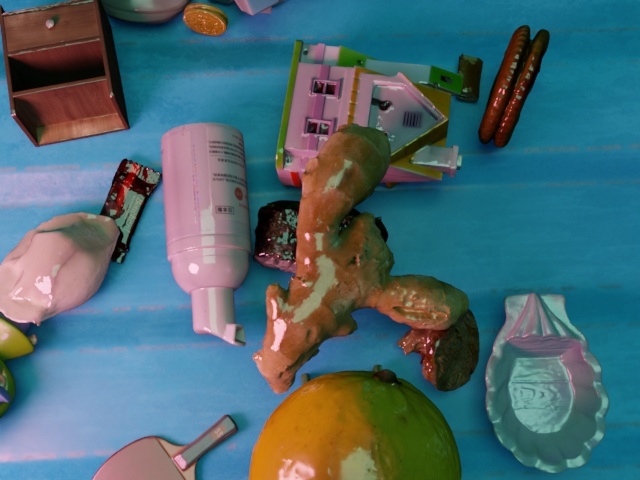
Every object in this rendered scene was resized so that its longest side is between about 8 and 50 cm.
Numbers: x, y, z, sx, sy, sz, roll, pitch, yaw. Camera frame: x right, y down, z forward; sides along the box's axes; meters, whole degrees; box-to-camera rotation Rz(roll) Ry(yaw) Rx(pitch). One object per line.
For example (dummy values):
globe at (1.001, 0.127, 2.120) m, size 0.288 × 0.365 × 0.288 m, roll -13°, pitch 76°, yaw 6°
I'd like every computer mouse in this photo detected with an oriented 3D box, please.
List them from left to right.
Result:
computer mouse at (-0.325, -0.556, 1.588) m, size 0.197 × 0.095 × 0.331 m, roll 4°, pitch 75°, yaw -6°

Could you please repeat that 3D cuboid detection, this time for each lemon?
lemon at (0.044, 0.318, 1.104) m, size 0.297 × 0.297 × 0.297 m, roll 1°, pitch 75°, yaw -2°

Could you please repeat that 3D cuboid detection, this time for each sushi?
sushi at (0.000, 0.000, 1.433) m, size 0.225 × 0.124 × 0.127 m, roll 10°, pitch 79°, yaw -4°

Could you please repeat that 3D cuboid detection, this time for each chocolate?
chocolate at (-0.348, -0.052, 1.485) m, size 0.086 × 0.028 × 0.182 m, roll 23°, pitch 76°, yaw 3°

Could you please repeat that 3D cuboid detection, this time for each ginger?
ginger at (0.020, 0.034, 1.308) m, size 0.348 × 0.122 × 0.363 m, roll -28°, pitch 105°, yaw -16°

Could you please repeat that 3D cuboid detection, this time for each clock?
clock at (0.095, -0.198, 1.474) m, size 0.309 × 0.166 × 0.235 m, roll 7°, pitch 75°, yaw 7°

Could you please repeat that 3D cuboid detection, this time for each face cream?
face cream at (-0.188, -0.001, 1.417) m, size 0.145 × 0.145 × 0.370 m, roll -4°, pitch 74°, yaw -3°

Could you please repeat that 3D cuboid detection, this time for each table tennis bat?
table tennis bat at (-0.252, 0.379, 1.381) m, size 0.274 × 0.021 × 0.154 m, roll -37°, pitch 80°, yaw -9°

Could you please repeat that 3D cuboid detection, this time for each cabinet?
cabinet at (-0.449, -0.304, 1.485) m, size 0.174 × 0.148 × 0.215 m, roll -11°, pitch 75°, yaw -5°

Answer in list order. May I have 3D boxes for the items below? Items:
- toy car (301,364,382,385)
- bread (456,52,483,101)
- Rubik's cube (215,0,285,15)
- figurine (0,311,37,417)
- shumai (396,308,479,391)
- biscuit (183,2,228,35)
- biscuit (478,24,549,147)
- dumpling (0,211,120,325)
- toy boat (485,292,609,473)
toy car at (0.056, 0.376, 1.321) m, size 0.213 × 0.176 × 0.359 m, roll -8°, pitch 80°, yaw -3°
bread at (0.274, -0.300, 1.572) m, size 0.047 × 0.036 × 0.083 m, roll 12°, pitch 74°, yaw -8°
Rubik's cube at (-0.128, -0.542, 1.527) m, size 0.213 × 0.224 × 0.265 m, roll -30°, pitch 84°, yaw -8°
figurine at (-0.552, 0.203, 1.362) m, size 0.162 × 0.143 × 0.263 m, roll 27°, pitch 59°, yaw -1°
shumai at (0.211, 0.172, 1.429) m, size 0.139 × 0.105 × 0.123 m, roll -49°, pitch 126°, yaw -4°
biscuit at (-0.211, -0.405, 1.554) m, size 0.084 × 0.084 × 0.023 m, roll 10°, pitch 75°, yaw 0°
biscuit at (0.334, -0.266, 1.473) m, size 0.066 × 0.220 × 0.220 m, roll 20°, pitch 75°, yaw 6°
dumpling at (-0.444, 0.034, 1.414) m, size 0.166 × 0.126 × 0.216 m, roll 28°, pitch 85°, yaw 18°
toy boat at (0.362, 0.234, 1.402) m, size 0.199 × 0.100 × 0.290 m, roll 0°, pitch 76°, yaw -3°
